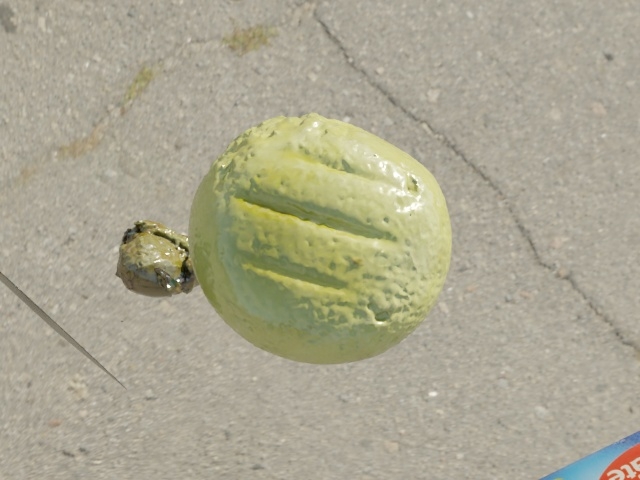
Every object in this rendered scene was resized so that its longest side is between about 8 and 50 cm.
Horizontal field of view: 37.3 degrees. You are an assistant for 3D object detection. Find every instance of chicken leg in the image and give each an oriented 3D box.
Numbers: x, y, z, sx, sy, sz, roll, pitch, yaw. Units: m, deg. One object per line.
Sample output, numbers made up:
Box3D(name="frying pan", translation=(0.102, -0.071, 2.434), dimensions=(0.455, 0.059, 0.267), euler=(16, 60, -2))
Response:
Box3D(name="chicken leg", translation=(-0.273, 0.025, 1.916), dimensions=(0.212, 0.140, 0.361), euler=(29, 27, 24))

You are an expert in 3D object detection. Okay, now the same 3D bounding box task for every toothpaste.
Box3D(name="toothpaste", translation=(0.286, 0.279, 1.002), dimensions=(0.320, 0.076, 0.066), euler=(-19, 119, -23))

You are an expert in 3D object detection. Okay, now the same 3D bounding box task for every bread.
Box3D(name="bread", translation=(0.000, 0.001, 1.167), dimensions=(0.321, 0.237, 0.320), euler=(0, 93, 3))

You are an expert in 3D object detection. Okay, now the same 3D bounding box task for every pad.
Box3D(name="pad", translation=(-0.400, 0.046, 1.297), dimensions=(0.063, 0.375, 0.315), euler=(-49, 120, -15))
